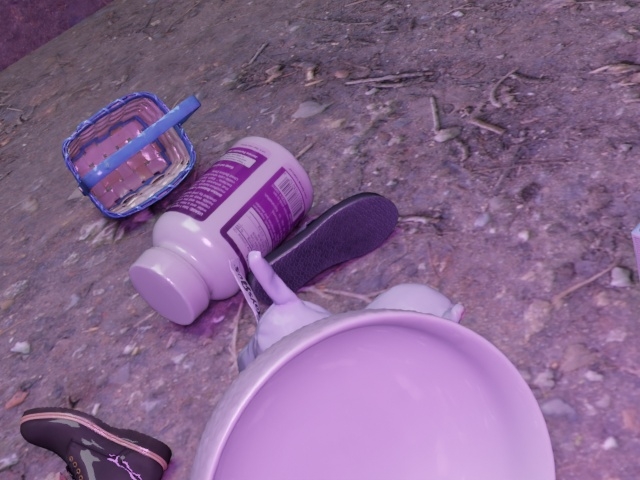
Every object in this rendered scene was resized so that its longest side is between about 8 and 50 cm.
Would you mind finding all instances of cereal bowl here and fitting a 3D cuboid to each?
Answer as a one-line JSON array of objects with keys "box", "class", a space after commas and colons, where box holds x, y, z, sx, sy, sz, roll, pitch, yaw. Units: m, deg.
[{"box": [0.035, 0.227, 0.746, 0.339, 0.339, 0.141, -37, 13, -18], "class": "cereal bowl"}]

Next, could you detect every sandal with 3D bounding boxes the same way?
[{"box": [-0.001, 0.000, 1.245, 0.254, 0.097, 0.054, -29, 35, -6], "class": "sandal"}]

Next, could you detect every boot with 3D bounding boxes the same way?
[{"box": [-0.301, 0.292, 1.017, 0.197, 0.077, 0.137, 12, 48, 8], "class": "boot"}]

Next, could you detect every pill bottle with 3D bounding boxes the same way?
[{"box": [-0.156, -0.015, 1.296, 0.169, 0.169, 0.301, 10, 47, 39], "class": "pill bottle"}]

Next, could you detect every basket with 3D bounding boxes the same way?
[{"box": [-0.354, -0.168, 1.562, 0.254, 0.201, 0.289, -39, 6, -19], "class": "basket"}]

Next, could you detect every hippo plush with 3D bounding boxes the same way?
[{"box": [0.039, 0.136, 0.949, 0.236, 0.295, 0.234, -14, 0, -18], "class": "hippo plush"}]

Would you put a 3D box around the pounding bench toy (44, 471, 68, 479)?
[{"box": [-0.349, 0.326, 1.037, 0.065, 0.083, 0.052, -23, 34, 3], "class": "pounding bench toy"}]

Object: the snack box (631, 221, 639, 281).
[{"box": [0.463, 0.084, 0.773, 0.060, 0.187, 0.321, -41, 38, -23], "class": "snack box"}]
